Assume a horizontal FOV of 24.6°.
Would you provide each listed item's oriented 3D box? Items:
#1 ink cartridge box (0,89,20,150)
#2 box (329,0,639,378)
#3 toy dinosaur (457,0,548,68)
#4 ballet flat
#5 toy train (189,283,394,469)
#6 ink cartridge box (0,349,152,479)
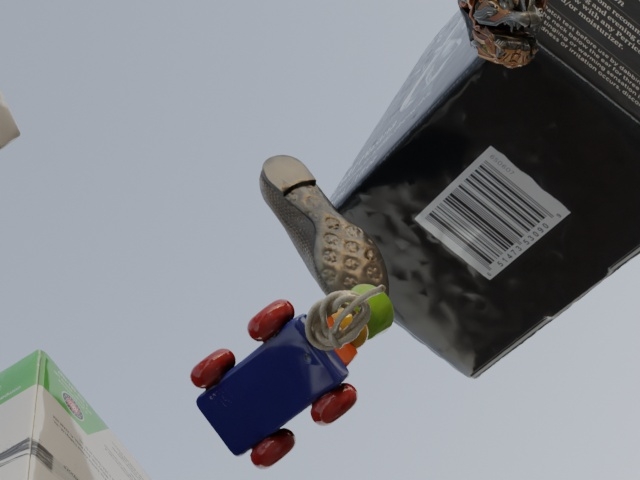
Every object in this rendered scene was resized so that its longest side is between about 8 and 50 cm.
[{"bbox_3d":[-0.376,-0.129,1.198,0.207,0.119,0.353,68,-157,-16],"label":"ink cartridge box"},{"bbox_3d":[0.282,-0.165,1.811,0.480,0.297,0.472,-46,7,47],"label":"box"},{"bbox_3d":[0.160,-0.313,1.386,0.164,0.322,0.218,-11,-36,-27],"label":"toy dinosaur"},{"bbox_3d":[0.000,0.000,1.680,0.084,0.250,0.058,-18,-38,-26],"label":"ballet flat"},{"bbox_3d":[0.015,0.077,1.198,0.248,0.105,0.143,-41,-5,40],"label":"toy train"},{"bbox_3d":[-0.234,0.263,1.266,0.121,0.289,0.211,-31,-66,7],"label":"ink cartridge box"}]
